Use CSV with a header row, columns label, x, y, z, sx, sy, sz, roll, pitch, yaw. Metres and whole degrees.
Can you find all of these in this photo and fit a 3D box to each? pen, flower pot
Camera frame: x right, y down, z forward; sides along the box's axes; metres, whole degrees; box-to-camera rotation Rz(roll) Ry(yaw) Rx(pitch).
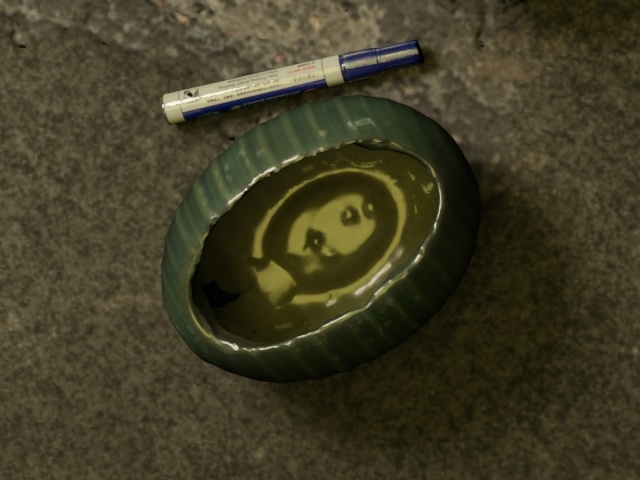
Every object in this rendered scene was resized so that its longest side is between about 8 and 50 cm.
label,x,y,z,sx,sy,sz,roll,pitch,yaw
pen,-0.022,-0.120,1.469,0.204,0.025,0.025,-12,92,9
flower pot,0.000,0.000,1.408,0.243,0.157,0.189,-30,88,11
